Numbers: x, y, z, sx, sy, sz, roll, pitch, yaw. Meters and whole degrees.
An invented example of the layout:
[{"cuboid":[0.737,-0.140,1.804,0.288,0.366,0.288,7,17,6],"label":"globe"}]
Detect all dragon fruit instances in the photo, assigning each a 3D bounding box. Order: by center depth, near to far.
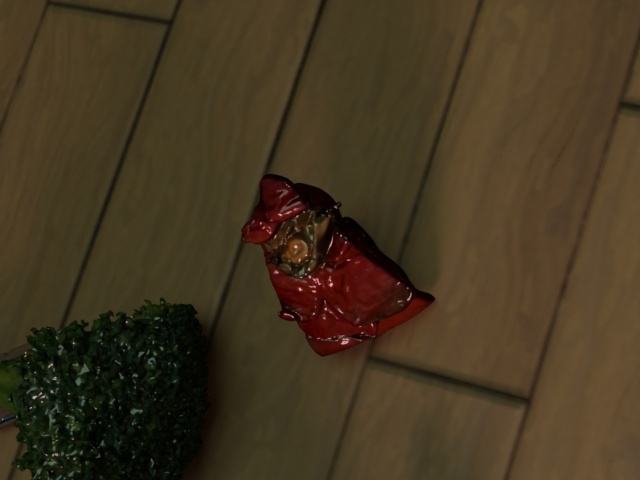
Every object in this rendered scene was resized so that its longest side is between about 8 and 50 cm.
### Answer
[{"cuboid":[0.017,0.002,1.170,0.092,0.192,0.123,-2,59,30],"label":"dragon fruit"}]

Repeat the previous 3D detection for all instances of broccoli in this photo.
[{"cuboid":[-0.190,0.122,1.234,0.194,0.194,0.219,26,52,27],"label":"broccoli"}]

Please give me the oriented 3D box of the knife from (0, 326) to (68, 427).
[{"cuboid":[-0.352,0.170,1.359,0.365,0.043,0.089,-24,99,12],"label":"knife"}]
